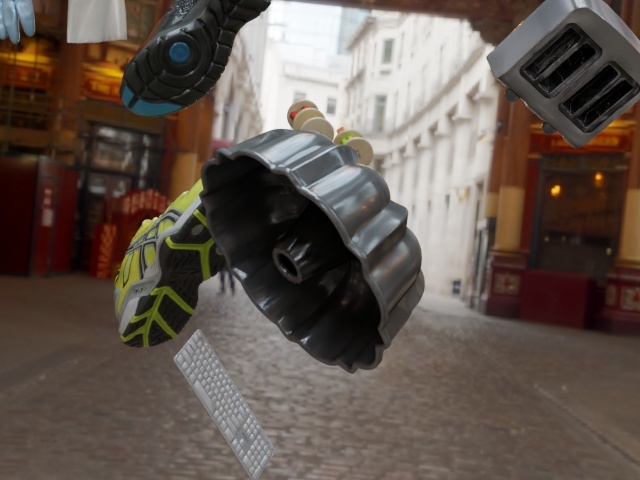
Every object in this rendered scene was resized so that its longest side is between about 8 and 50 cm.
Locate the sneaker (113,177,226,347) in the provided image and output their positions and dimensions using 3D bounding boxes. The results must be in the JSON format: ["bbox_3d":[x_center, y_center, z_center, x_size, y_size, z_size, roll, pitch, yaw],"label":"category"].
[{"bbox_3d":[-0.228,0.000,1.341,0.145,0.385,0.147,10,39,-47],"label":"sneaker"}]

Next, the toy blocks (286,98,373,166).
[{"bbox_3d":[0.009,-0.168,1.311,0.123,0.054,0.148,24,16,-22],"label":"toy blocks"}]

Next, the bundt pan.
[{"bbox_3d":[0.000,0.000,1.076,0.124,0.331,0.331,-37,24,-29],"label":"bundt pan"}]

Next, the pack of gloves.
[{"bbox_3d":[-0.359,-0.375,1.113,0.195,0.232,0.046,-3,3,0],"label":"pack of gloves"}]

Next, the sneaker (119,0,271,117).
[{"bbox_3d":[-0.203,-0.343,1.407,0.125,0.341,0.139,45,-5,-35],"label":"sneaker"}]

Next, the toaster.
[{"bbox_3d":[0.347,-0.240,1.159,0.168,0.185,0.110,37,30,-19],"label":"toaster"}]

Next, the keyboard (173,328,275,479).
[{"bbox_3d":[-0.144,0.256,1.309,0.014,0.256,0.072,-13,27,31],"label":"keyboard"}]
